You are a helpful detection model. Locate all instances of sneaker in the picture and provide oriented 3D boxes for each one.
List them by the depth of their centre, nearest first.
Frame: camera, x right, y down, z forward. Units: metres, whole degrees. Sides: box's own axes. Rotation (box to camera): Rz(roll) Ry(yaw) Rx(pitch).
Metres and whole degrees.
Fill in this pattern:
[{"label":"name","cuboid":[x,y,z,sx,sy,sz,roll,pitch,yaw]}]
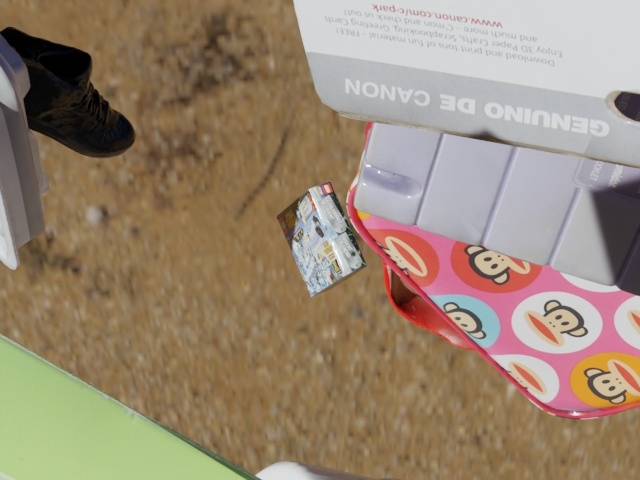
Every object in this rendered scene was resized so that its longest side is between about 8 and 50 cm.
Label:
[{"label":"sneaker","cuboid":[-0.215,-0.126,1.662,0.170,0.089,0.051,20,51,-33]}]

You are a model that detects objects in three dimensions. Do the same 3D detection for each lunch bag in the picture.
[{"label":"lunch bag","cuboid":[0.164,0.001,1.371,0.258,0.293,0.120,-26,32,32]}]

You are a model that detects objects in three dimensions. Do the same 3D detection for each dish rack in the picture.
[{"label":"dish rack","cuboid":[-0.335,-0.157,1.651,0.072,0.285,0.333,-32,66,-19]}]

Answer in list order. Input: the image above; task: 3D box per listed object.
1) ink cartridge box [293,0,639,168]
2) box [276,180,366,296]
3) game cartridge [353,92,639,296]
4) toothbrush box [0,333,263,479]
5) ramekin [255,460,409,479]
[{"label":"ink cartridge box","cuboid":[0.131,-0.155,0.607,0.309,0.271,0.130,13,49,25]},{"label":"box","cuboid":[0.000,0.000,1.953,0.027,0.137,0.094,-22,86,-18]},{"label":"game cartridge","cuboid":[0.155,-0.108,0.900,0.230,0.355,0.068,14,51,0]},{"label":"toothbrush box","cuboid":[-0.098,0.131,0.424,0.283,0.122,0.206,31,71,-15]},{"label":"ramekin","cuboid":[-0.011,0.332,1.741,0.135,0.277,0.277,20,57,-22]}]
